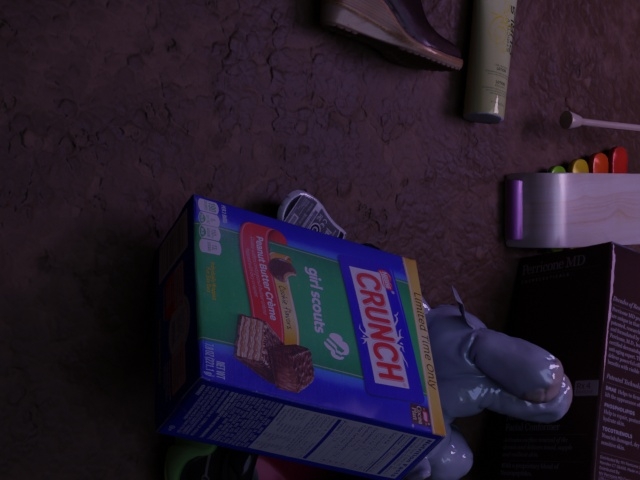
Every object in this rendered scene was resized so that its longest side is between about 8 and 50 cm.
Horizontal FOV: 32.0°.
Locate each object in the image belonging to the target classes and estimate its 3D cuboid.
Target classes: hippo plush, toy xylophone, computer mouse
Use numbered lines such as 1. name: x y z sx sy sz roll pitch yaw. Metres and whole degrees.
1. hippo plush: 0.185 0.227 1.510 0.236 0.234 0.294 -57 136 -10
2. toy xylophone: 0.431 -0.078 1.777 0.323 0.081 0.236 8 87 -37
3. computer mouse: 0.000 0.000 1.485 0.193 0.042 0.106 47 70 -35

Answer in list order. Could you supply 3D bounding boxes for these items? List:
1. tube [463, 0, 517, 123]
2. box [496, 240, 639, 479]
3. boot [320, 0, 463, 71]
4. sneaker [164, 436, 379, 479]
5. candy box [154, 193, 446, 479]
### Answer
1. tube: 0.252 -0.295 1.650 0.070 0.062 0.240 41 55 -75
2. box: 0.388 0.208 1.651 0.143 0.191 0.381 22 69 -32
3. boot: 0.117 -0.355 1.521 0.248 0.090 0.206 17 84 -33
4. sneaker: 0.033 0.357 1.394 0.483 0.202 0.185 27 67 -28
5. candy box: -0.026 0.117 1.308 0.317 0.122 0.268 18 43 -27
